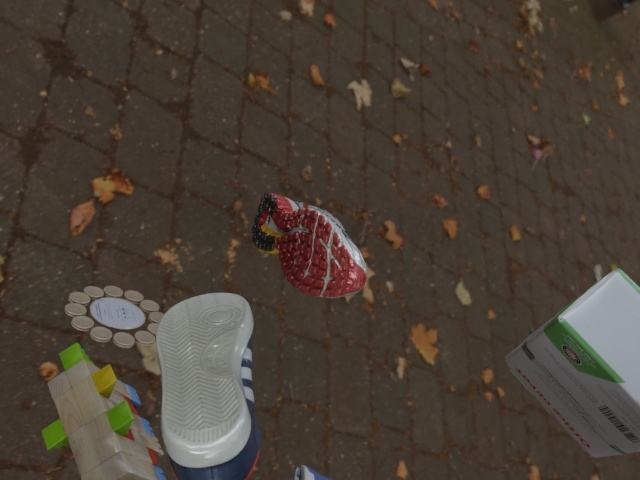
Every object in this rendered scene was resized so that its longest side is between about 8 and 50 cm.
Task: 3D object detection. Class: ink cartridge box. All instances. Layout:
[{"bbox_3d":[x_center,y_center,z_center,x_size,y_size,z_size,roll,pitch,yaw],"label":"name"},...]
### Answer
[{"bbox_3d":[0.311,0.144,0.773,0.093,0.219,0.160,-38,75,-12],"label":"ink cartridge box"}]

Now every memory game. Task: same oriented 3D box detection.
[{"bbox_3d":[-0.360,0.134,1.252,0.186,0.012,0.186,20,22,-8],"label":"memory game"}]

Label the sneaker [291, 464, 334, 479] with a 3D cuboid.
[{"bbox_3d":[0.027,0.368,0.825,0.182,0.315,0.127,17,57,-5],"label":"sneaker"}]

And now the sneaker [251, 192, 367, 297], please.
[{"bbox_3d":[0.000,0.000,0.811,0.093,0.225,0.088,11,106,-28],"label":"sneaker"}]

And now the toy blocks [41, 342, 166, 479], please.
[{"bbox_3d":[-0.457,0.444,1.580,0.381,0.191,0.261,55,-3,32],"label":"toy blocks"}]

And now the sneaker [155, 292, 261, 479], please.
[{"bbox_3d":[-0.142,0.199,0.910,0.350,0.131,0.148,-99,-177,-63],"label":"sneaker"}]
